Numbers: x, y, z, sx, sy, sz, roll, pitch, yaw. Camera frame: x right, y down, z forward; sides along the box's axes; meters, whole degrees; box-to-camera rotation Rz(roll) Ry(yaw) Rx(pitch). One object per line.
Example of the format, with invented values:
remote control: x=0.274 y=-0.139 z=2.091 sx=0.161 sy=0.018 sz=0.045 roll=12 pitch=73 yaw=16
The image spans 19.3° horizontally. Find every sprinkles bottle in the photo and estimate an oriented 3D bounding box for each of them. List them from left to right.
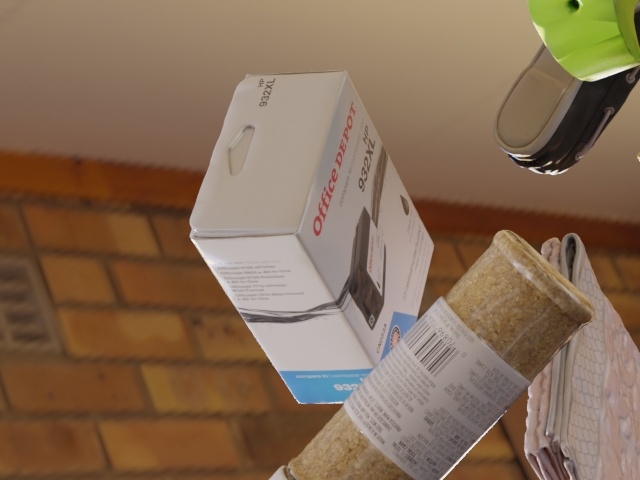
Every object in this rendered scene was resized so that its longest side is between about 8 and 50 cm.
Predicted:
sprinkles bottle: x=0.094 y=0.156 z=1.738 sx=0.355 sy=0.121 sz=0.121 roll=-48 pitch=-30 yaw=6

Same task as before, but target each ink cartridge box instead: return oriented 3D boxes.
ink cartridge box: x=0.000 y=0.000 z=2.014 sx=0.129 sy=0.223 sz=0.307 roll=-2 pitch=-38 yaw=25

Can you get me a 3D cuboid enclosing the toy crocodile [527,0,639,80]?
toy crocodile: x=0.196 y=-0.208 z=1.265 sx=0.115 sy=0.105 sz=0.340 roll=-23 pitch=17 yaw=19

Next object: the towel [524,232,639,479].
towel: x=0.311 y=0.204 z=2.040 sx=0.053 sy=0.332 sz=0.317 roll=-16 pitch=-52 yaw=24

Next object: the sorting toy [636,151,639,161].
sorting toy: x=0.371 y=-0.132 z=1.474 sx=0.274 sy=0.132 sz=0.046 roll=-32 pitch=-56 yaw=8

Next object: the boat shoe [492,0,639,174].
boat shoe: x=0.309 y=-0.219 z=2.016 sx=0.095 sy=0.112 sz=0.335 roll=27 pitch=-79 yaw=-48
